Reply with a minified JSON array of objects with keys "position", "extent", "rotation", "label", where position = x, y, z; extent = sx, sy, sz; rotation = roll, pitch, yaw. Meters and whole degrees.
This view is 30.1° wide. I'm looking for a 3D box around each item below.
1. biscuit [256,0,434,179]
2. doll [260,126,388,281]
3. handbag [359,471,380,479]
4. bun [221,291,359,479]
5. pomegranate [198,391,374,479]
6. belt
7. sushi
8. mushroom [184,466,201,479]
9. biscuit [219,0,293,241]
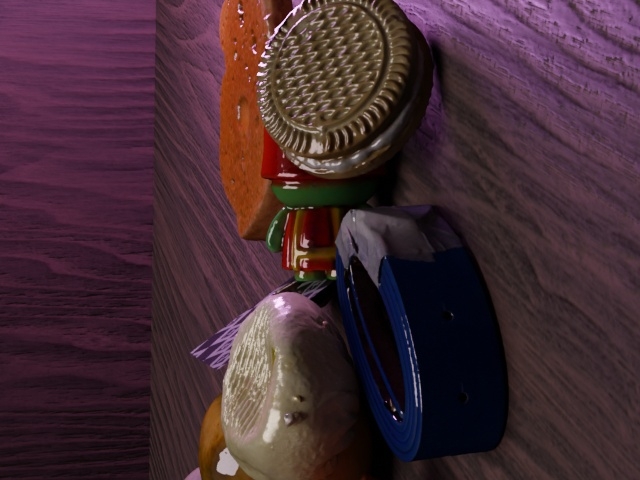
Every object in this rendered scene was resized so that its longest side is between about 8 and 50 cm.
[{"position":[0.027,-0.207,1.547],"extent":[0.259,0.079,0.259],"rotation":[-12,67,31],"label":"biscuit"},{"position":[0.005,-0.124,1.684],"extent":[0.160,0.182,0.363],"rotation":[12,-102,-68],"label":"doll"},{"position":[0.059,0.484,1.424],"extent":[0.410,0.116,0.303],"rotation":[-48,-37,-72],"label":"handbag"},{"position":[-0.033,0.210,1.589],"extent":[0.259,0.160,0.259],"rotation":[-43,38,48],"label":"bun"},{"position":[-0.055,0.335,1.801],"extent":[0.307,0.307,0.307],"rotation":[177,90,-73],"label":"pomegranate"},{"position":[0.114,0.106,1.461],"extent":[0.212,0.117,0.347],"rotation":[101,159,-45],"label":"belt"},{"position":[-0.055,0.124,1.852],"extent":[0.059,0.294,0.292],"rotation":[56,166,-7],"label":"sushi"},{"position":[-0.194,0.556,2.493],"extent":[0.215,0.207,0.207],"rotation":[-25,-63,-71],"label":"mushroom"},{"position":[-0.098,-0.225,1.917],"extent":[0.350,0.078,0.455],"rotation":[-167,77,-75],"label":"biscuit"}]
